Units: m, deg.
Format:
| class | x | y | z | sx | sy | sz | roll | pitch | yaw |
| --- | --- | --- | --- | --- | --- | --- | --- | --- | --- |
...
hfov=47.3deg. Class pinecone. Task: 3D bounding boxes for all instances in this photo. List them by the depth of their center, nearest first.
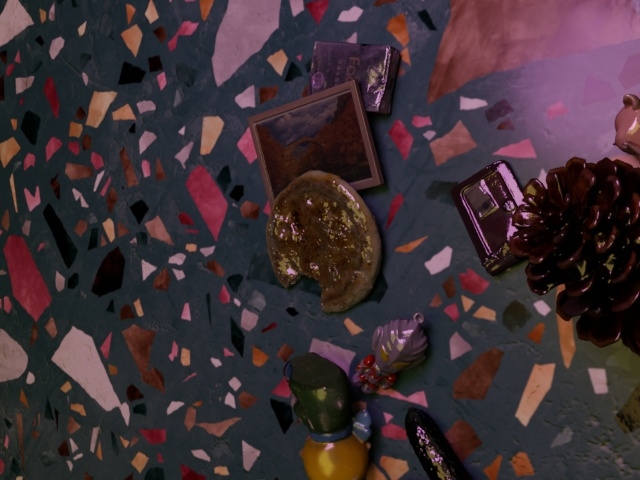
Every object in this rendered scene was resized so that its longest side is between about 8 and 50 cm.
| class | x | y | z | sx | sy | sz | roll | pitch | yaw |
| --- | --- | --- | --- | --- | --- | --- | --- | --- | --- |
| pinecone | 0.359 | 0.013 | 0.921 | 0.246 | 0.292 | 0.246 | -40 | 39 | 42 |

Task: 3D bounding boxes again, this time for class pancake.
| class | x | y | z | sx | sy | sz | roll | pitch | yaw |
| --- | --- | --- | --- | --- | --- | --- | --- | --- | --- |
| pancake | 0.000 | 0.000 | 1.277 | 0.254 | 0.037 | 0.253 | 9 | 105 | 36 |

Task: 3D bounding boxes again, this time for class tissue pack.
| class | x | y | z | sx | sy | sz | roll | pitch | yaw |
| --- | --- | --- | --- | --- | --- | --- | --- | --- | --- |
| tissue pack | 0.054 | -0.280 | 1.255 | 0.156 | 0.051 | 0.112 | 14 | 98 | 32 |

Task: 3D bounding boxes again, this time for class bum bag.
| class | x | y | z | sx | sy | sz | roll | pitch | yaw |
| --- | --- | --- | --- | --- | --- | --- | --- | --- | --- |
| bum bag | 0.274 | -0.036 | 1.127 | 0.109 | 0.026 | 0.159 | -32 | 67 | 28 |

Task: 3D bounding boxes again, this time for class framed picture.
| class | x | y | z | sx | sy | sz | roll | pitch | yaw |
| --- | --- | --- | --- | --- | --- | --- | --- | --- | --- |
| framed picture | -0.014 | -0.160 | 1.284 | 0.250 | 0.016 | 0.184 | -10 | 96 | 37 |

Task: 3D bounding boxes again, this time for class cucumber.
| class | x | y | z | sx | sy | sz | roll | pitch | yaw |
| --- | --- | --- | --- | --- | --- | --- | --- | --- | --- |
| cucumber | 0.200 | 0.367 | 1.136 | 0.067 | 0.067 | 0.245 | -45 | 68 | 24 |

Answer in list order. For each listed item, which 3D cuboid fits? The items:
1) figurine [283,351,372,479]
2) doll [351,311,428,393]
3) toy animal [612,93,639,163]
| class | x | y | z | sx | sy | sz | roll | pitch | yaw |
| --- | --- | --- | --- | --- | --- | --- | --- | --- | --- |
| figurine | 0.007 | 0.320 | 1.241 | 0.185 | 0.127 | 0.234 | 21 | 131 | 61 |
| doll | 0.116 | 0.187 | 1.196 | 0.094 | 0.079 | 0.180 | 35 | 117 | -1 |
| toy animal | 0.451 | -0.131 | 0.981 | 0.089 | 0.083 | 0.150 | -34 | 82 | 14 |
